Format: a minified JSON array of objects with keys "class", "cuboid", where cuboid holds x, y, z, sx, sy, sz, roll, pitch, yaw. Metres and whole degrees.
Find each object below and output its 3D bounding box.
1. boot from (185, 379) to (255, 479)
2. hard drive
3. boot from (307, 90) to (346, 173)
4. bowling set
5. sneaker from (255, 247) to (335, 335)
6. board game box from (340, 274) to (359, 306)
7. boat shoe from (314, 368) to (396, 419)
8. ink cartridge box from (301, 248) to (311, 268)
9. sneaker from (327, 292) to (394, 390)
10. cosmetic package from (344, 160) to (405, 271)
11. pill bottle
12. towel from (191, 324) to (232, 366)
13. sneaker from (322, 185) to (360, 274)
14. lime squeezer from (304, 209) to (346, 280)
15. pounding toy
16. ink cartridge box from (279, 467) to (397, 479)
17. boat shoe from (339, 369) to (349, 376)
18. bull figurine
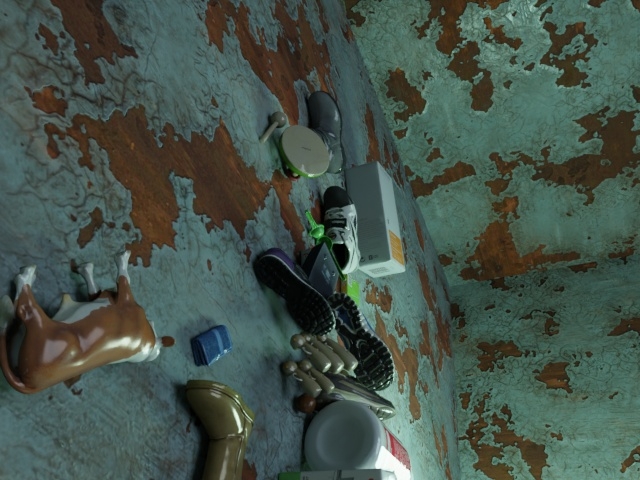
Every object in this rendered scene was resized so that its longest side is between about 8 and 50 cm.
[{"class":"boot","cuboid":[-0.205,0.432,1.025,0.236,0.089,0.270,56,31,-43]},{"class":"hard drive","cuboid":[-0.017,0.149,1.642,0.172,0.054,0.255,64,35,-41]},{"class":"boot","cuboid":[-0.001,-0.407,1.988,0.222,0.118,0.339,-15,88,-64]},{"class":"bowling set","cuboid":[-0.040,0.356,1.466,0.154,0.200,0.287,38,1,25]},{"class":"sneaker","cuboid":[-0.051,0.130,1.472,0.283,0.107,0.124,51,19,-9]},{"class":"board game box","cuboid":[0.112,0.255,1.999,0.124,0.039,0.260,50,31,-49]},{"class":"boat shoe","cuboid":[0.109,0.474,1.651,0.355,0.132,0.130,32,39,-39]},{"class":"ink cartridge box","cuboid":[-0.013,0.133,1.740,0.145,0.045,0.180,37,42,-59]},{"class":"sneaker","cuboid":[0.129,0.307,1.663,0.330,0.129,0.147,63,5,5]},{"class":"cosmetic package","cuboid":[0.239,-0.088,2.341,0.230,0.161,0.454,30,50,-62]},{"class":"pill bottle","cuboid":[0.133,0.647,1.565,0.408,0.228,0.229,55,30,-44]},{"class":"towel","cuboid":[-0.230,0.225,1.154,0.119,0.029,0.067,-18,95,-69]},{"class":"sneaker","cuboid":[0.070,-0.039,1.936,0.146,0.122,0.331,-10,88,-71]},{"class":"lime squeezer","cuboid":[0.000,0.000,1.812,0.110,0.058,0.311,-91,157,-55]},{"class":"pounding toy","cuboid":[-0.095,-0.281,1.720,0.236,0.110,0.183,36,49,-17]},{"class":"ink cartridge box","cuboid":[0.043,0.654,1.269,0.115,0.272,0.199,45,38,-54]},{"class":"boat shoe","cuboid":[0.069,0.495,1.754,0.056,0.048,0.153,38,33,-29]},{"class":"bull figurine","cuboid":[-0.348,0.122,0.820,0.310,0.101,0.189,-11,85,-71]}]
